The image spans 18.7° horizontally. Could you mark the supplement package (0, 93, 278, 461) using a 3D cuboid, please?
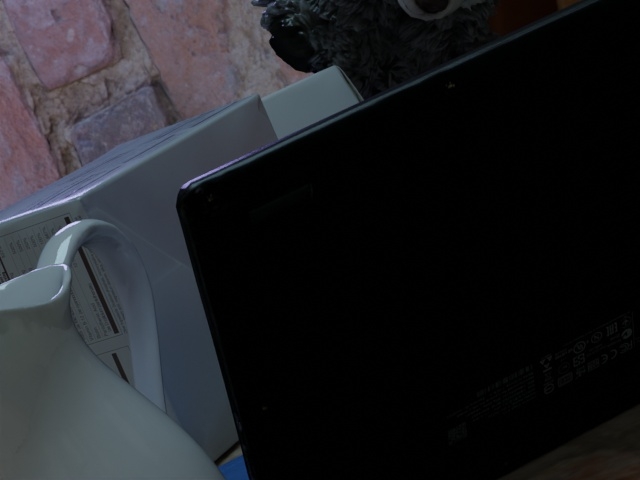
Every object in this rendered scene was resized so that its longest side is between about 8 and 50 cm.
[{"bbox_3d":[-0.119,0.040,1.392,0.145,0.204,0.262,-17,10,31],"label":"supplement package"}]

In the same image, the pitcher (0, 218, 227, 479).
[{"bbox_3d":[-0.099,0.104,0.898,0.125,0.207,0.178,-19,15,36],"label":"pitcher"}]

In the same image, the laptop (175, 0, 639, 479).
[{"bbox_3d":[0.086,-0.004,1.069,0.382,0.408,0.236,-26,43,-16],"label":"laptop"}]

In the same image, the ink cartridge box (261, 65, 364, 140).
[{"bbox_3d":[-0.080,-0.018,1.695,0.207,0.117,0.283,-27,-9,-29],"label":"ink cartridge box"}]

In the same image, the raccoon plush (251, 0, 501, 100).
[{"bbox_3d":[0.061,-0.333,1.685,0.216,0.446,0.299,-1,-39,-22],"label":"raccoon plush"}]

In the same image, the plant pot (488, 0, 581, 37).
[{"bbox_3d":[0.255,-0.206,1.777,0.203,0.291,0.291,-8,5,-15],"label":"plant pot"}]

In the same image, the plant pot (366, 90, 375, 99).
[{"bbox_3d":[0.166,-0.184,2.122,0.215,0.215,0.230,-21,-5,12],"label":"plant pot"}]
